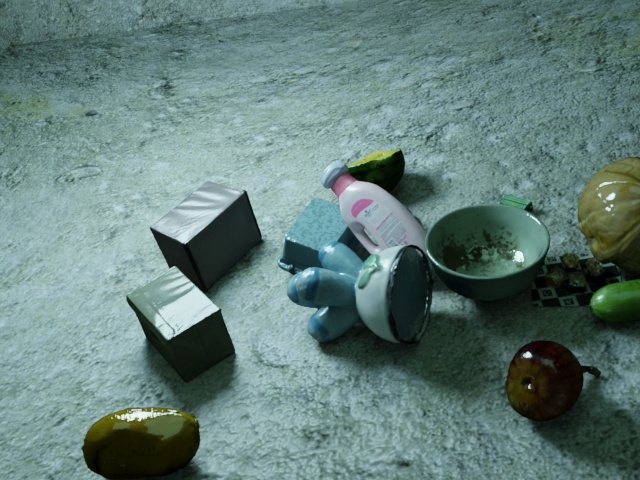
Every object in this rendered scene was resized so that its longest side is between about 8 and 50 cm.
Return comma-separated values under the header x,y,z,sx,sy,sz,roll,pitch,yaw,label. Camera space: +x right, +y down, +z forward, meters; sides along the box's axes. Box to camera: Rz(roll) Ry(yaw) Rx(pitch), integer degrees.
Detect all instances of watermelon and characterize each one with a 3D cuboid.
x,y,z,sx,sy,sz,roll,pitch,yaw,label
0.143,-0.182,2.268,0.232,0.127,0.204,-23,6,-15,watermelon

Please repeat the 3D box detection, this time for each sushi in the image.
x,y,z,sx,sy,sz,roll,pitch,yaw,label
0.606,0.079,1.875,0.210,0.040,0.192,-3,39,13,sushi

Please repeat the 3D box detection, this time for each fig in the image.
x,y,z,sx,sy,sz,roll,pitch,yaw,label
0.461,0.267,1.592,0.148,0.149,0.202,9,38,34,fig

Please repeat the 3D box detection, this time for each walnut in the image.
x,y,z,sx,sy,sz,roll,pitch,yaw,label
0.732,-0.052,1.799,0.277,0.313,0.252,17,78,10,walnut

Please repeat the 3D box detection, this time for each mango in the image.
x,y,z,sx,sy,sz,roll,pitch,yaw,label
-0.371,0.416,1.646,0.249,0.156,0.151,-11,36,7,mango

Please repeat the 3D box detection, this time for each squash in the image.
x,y,z,sx,sy,sz,roll,pitch,yaw,label
0.782,0.118,1.725,0.379,0.101,0.101,-8,38,4,squash

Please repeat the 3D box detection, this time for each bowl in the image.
x,y,z,sx,sy,sz,roll,pitch,yaw,label
0.400,0.051,1.888,0.289,0.146,0.289,-7,37,5,bowl

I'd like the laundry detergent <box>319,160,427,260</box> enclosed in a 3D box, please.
x,y,z,sx,sy,sz,roll,pitch,yaw,label
0.132,-0.062,2.000,0.335,0.159,0.088,47,32,13,laundry detergent

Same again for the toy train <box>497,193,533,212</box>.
x,y,z,sx,sy,sz,roll,pitch,yaw,label
0.522,-0.090,2.121,0.093,0.038,0.056,20,55,35,toy train

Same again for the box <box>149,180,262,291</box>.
x,y,z,sx,sy,sz,roll,pitch,yaw,label
-0.311,-0.019,2.161,0.153,0.188,0.252,18,49,34,box

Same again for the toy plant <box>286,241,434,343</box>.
x,y,z,sx,sy,sz,roll,pitch,yaw,label
0.072,0.120,1.861,0.332,0.247,0.247,2,39,29,toy plant

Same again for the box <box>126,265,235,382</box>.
x,y,z,sx,sy,sz,roll,pitch,yaw,label
-0.342,0.202,1.917,0.155,0.149,0.231,-32,41,-23,box

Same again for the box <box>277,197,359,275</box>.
x,y,z,sx,sy,sz,roll,pitch,yaw,label
0.000,0.000,2.087,0.162,0.130,0.227,21,46,16,box

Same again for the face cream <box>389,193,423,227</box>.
x,y,z,sx,sy,sz,roll,pitch,yaw,label
0.179,-0.065,2.163,0.154,0.096,0.274,-25,26,-11,face cream
